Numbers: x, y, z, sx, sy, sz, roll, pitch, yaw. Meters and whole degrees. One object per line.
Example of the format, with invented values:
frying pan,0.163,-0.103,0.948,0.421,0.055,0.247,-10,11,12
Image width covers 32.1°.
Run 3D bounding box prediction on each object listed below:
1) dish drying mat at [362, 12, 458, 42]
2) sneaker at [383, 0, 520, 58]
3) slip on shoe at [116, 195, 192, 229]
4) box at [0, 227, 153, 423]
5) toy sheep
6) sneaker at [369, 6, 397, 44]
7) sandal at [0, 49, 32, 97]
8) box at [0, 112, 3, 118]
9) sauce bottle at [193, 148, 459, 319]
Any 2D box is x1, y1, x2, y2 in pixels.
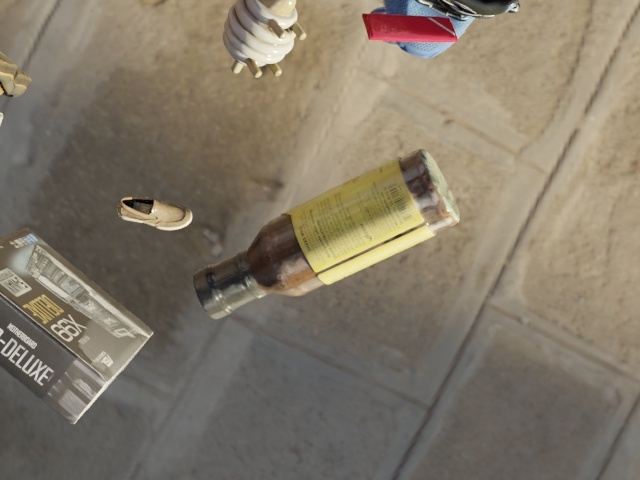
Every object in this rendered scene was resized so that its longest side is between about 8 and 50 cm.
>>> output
dish drying mat,0.079,-0.188,0.979,0.083,0.008,0.032,-1,55,-19
sneaker,0.129,-0.270,1.080,0.130,0.330,0.147,13,65,-5
slip on shoe,-0.298,-0.054,2.001,0.135,0.041,0.051,12,62,-7
box,-0.361,0.102,1.468,0.242,0.307,0.076,40,96,-2
toy sheep,-0.068,-0.237,1.261,0.091,0.091,0.132,24,128,-23
sneaker,0.124,-0.310,1.555,0.144,0.053,0.059,1,58,-32
sandal,-0.285,-0.141,0.868,0.090,0.219,0.060,42,85,-3
box,-0.677,-0.190,1.754,0.311,0.121,0.148,21,92,-14
sauce bottle,0.000,0.000,1.401,0.344,0.111,0.111,-24,110,13
